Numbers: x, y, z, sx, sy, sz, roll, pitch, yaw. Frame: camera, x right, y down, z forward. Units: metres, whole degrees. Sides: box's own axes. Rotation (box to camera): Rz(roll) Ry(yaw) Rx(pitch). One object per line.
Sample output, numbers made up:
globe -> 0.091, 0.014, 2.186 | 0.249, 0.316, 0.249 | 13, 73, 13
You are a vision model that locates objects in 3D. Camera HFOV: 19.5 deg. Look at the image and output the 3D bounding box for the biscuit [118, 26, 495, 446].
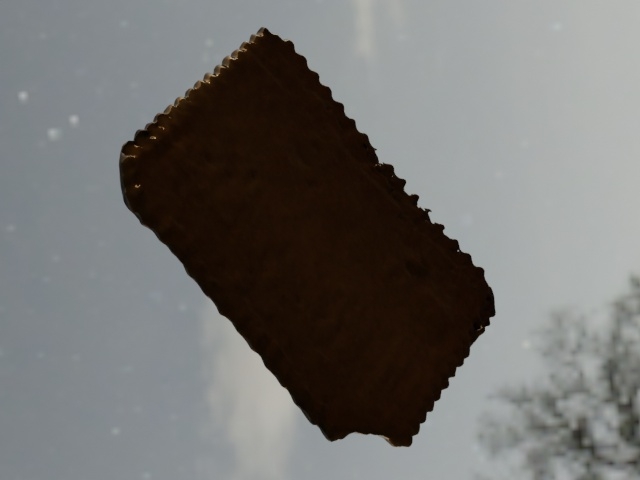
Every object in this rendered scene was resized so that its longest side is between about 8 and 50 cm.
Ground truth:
biscuit -> 0.000, 0.000, 1.069 | 0.232, 0.013, 0.237 | 51, -146, -7
